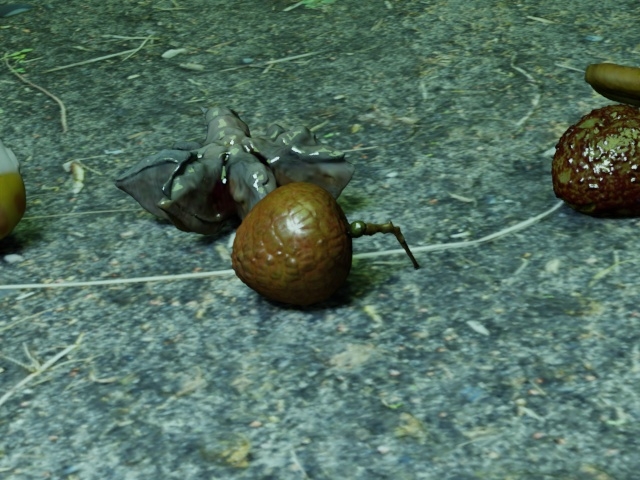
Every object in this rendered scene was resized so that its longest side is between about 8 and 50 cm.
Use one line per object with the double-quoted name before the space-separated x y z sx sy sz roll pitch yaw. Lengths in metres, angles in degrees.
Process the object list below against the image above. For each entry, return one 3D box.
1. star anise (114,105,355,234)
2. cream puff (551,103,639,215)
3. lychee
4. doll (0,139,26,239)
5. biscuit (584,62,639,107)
"star anise" -0.084 -0.067 1.438 0.229 0.093 0.236 -8 26 -1
"cream puff" 0.276 -0.080 1.369 0.149 0.084 0.149 -5 23 2
"lychee" -0.006 -0.001 1.258 0.140 0.114 0.101 -34 61 -11
"doll" -0.404 -0.037 1.395 0.269 0.162 0.167 -20 57 -38
"biscuit" 0.351 -0.138 1.454 0.203 0.041 0.260 7 6 -18
